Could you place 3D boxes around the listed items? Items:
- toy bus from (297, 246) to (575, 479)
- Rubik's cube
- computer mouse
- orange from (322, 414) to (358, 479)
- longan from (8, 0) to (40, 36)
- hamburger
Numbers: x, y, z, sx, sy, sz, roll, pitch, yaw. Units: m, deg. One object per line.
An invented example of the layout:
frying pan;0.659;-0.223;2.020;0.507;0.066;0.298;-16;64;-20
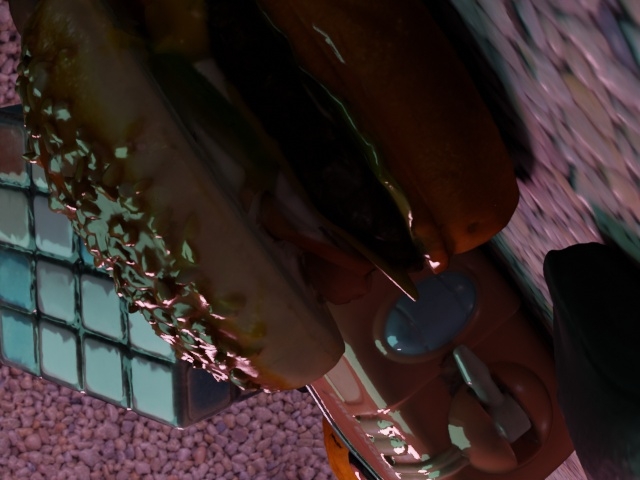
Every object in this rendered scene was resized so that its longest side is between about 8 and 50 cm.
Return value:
toy bus;0.090;0.102;1.199;0.287;0.194;0.232;55;170;-7
Rubik's cube;-0.132;-0.003;1.351;0.259;0.253;0.256;12;110;40
computer mouse;0.165;0.095;0.678;0.147;0.088;0.264;58;180;-24
orange;0.138;0.243;1.761;0.284;0.226;0.284;41;175;4
longan;-0.253;-0.309;1.894;0.300;0.300;0.243;54;134;24
hamburger;-0.038;-0.062;0.820;0.291;0.225;0.291;56;-179;-2
